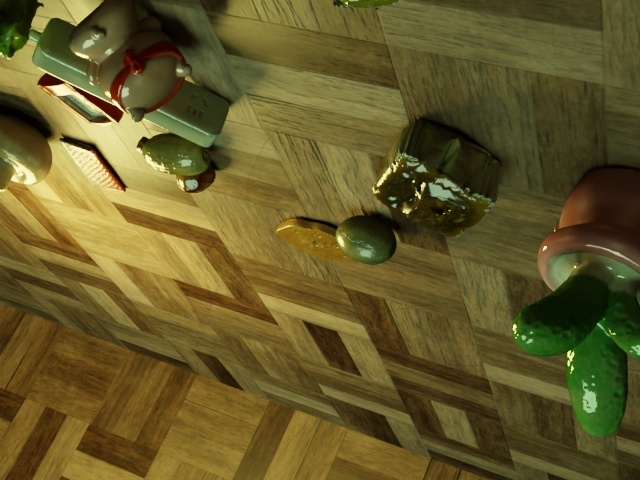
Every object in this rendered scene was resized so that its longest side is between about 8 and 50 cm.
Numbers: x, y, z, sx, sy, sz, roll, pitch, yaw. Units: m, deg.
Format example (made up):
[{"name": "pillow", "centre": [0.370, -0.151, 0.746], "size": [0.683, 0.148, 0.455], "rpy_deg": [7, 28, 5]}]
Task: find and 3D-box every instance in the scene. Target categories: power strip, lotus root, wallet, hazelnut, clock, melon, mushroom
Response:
[{"name": "power strip", "centre": [-0.354, -0.294, 1.889], "size": [0.385, 0.091, 0.062], "rpy_deg": [25, 152, -16]}, {"name": "lotus root", "centre": [-0.313, -0.181, 2.162], "size": [0.183, 0.077, 0.090], "rpy_deg": [12, 145, 28]}, {"name": "wallet", "centre": [-0.555, -0.181, 2.511], "size": [0.103, 0.020, 0.196], "rpy_deg": [17, 156, 24]}, {"name": "hazelnut", "centre": [-0.269, -0.138, 2.227], "size": [0.086, 0.086, 0.086], "rpy_deg": [22, 158, 10]}, {"name": "clock", "centre": [-0.489, -0.299, 2.126], "size": [0.113, 0.061, 0.155], "rpy_deg": [5, 153, 42]}, {"name": "melon", "centre": [0.093, -0.002, 2.102], "size": [0.130, 0.098, 0.098], "rpy_deg": [18, 157, 19]}, {"name": "mushroom", "centre": [-0.753, -0.193, 2.464], "size": [0.204, 0.204, 0.204], "rpy_deg": [22, 158, 10]}]

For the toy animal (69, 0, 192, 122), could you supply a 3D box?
[{"name": "toy animal", "centre": [-0.326, -0.316, 1.770], "size": [0.198, 0.171, 0.171], "rpy_deg": [51, 152, -13]}]

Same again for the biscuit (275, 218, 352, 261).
[{"name": "biscuit", "centre": [0.000, 0.000, 2.296], "size": [0.220, 0.029, 0.142], "rpy_deg": [10, 152, 33]}]

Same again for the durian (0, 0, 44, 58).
[{"name": "durian", "centre": [-0.620, -0.481, 1.706], "size": [0.339, 0.204, 0.256], "rpy_deg": [29, 146, 17]}]

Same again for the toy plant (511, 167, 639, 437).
[{"name": "toy plant", "centre": [0.442, 0.083, 1.583], "size": [0.210, 0.356, 0.317], "rpy_deg": [-3, 144, 37]}]

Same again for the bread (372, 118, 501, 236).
[{"name": "bread", "centre": [0.196, -0.097, 1.758], "size": [0.192, 0.110, 0.210], "rpy_deg": [27, 158, -7]}]

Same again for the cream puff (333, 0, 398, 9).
[{"name": "cream puff", "centre": [0.052, -0.366, 1.291], "size": [0.121, 0.156, 0.156], "rpy_deg": [-13, 148, 9]}]
